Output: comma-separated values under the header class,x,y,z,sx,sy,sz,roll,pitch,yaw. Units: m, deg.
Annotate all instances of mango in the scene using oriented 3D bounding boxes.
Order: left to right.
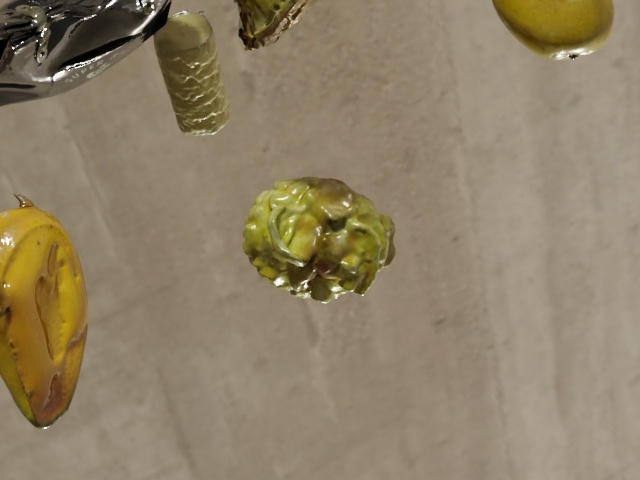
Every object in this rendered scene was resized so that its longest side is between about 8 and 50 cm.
class,x,y,z,sx,sy,sz,roll,pitch,yaw
mango,-0.231,0.056,1.059,0.066,0.101,0.187,-6,-84,37
mango,0.317,-0.332,1.840,0.195,0.137,0.098,48,23,20

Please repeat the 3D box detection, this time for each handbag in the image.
class,x,y,z,sx,sy,sz,roll,pitch,yaw
handbag,-0.332,-0.308,1.848,0.152,0.342,0.288,62,-13,-7

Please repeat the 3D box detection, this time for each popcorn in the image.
class,x,y,z,sx,sy,sz,roll,pitch,yaw
popcorn,0.000,-0.001,1.995,0.217,0.235,0.181,113,-7,-83

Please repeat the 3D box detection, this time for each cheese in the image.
class,x,y,z,sx,sy,sz,roll,pitch,yaw
cheese,-0.199,-0.257,2.067,0.123,0.094,0.167,-111,-172,-48

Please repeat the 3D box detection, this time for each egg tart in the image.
class,x,y,z,sx,sy,sz,roll,pitch,yaw
egg tart,-0.045,-0.431,1.845,0.132,0.345,0.345,29,-6,-21
